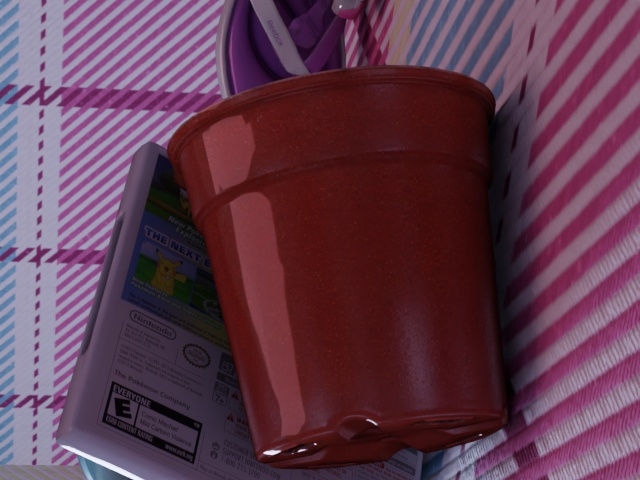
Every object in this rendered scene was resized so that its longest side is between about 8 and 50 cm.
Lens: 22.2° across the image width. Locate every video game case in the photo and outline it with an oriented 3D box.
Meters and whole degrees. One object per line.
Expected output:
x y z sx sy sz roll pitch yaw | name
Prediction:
-0.046 0.106 1.388 0.036 0.329 0.300 -37 32 44 | video game case

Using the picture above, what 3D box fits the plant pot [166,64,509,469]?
0.029 0.035 1.298 0.272 0.272 0.265 116 147 -70 | plant pot

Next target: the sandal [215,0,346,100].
-0.029 -0.300 1.979 0.102 0.169 0.416 -173 89 -72 | sandal

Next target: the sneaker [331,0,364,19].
0.015 -0.379 1.914 0.103 0.111 0.252 118 153 -71 | sneaker

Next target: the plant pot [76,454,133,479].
-0.106 0.296 1.949 0.334 0.341 0.341 -122 34 -62 | plant pot
